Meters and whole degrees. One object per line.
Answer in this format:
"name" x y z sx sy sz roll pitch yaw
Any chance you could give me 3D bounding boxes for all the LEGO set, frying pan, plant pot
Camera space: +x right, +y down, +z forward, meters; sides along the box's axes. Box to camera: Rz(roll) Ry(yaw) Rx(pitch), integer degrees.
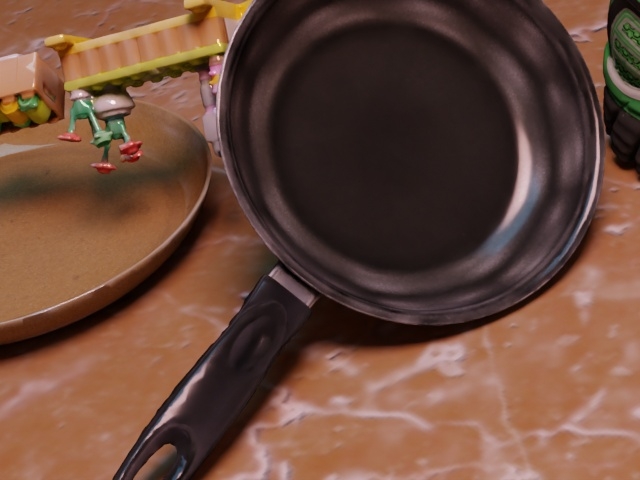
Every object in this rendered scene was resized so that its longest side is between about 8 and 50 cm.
"LEGO set" -0.043 -0.069 0.893 0.287 0.107 0.132 -11 -2 -15
"frying pan" 0.028 0.007 0.796 0.197 0.053 0.326 17 72 -10
"plant pot" -0.172 -0.008 0.922 0.236 0.032 0.236 -9 34 6

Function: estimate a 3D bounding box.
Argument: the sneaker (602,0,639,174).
"sneaker" 0.292 -0.091 0.790 0.343 0.146 0.134 8 38 27
